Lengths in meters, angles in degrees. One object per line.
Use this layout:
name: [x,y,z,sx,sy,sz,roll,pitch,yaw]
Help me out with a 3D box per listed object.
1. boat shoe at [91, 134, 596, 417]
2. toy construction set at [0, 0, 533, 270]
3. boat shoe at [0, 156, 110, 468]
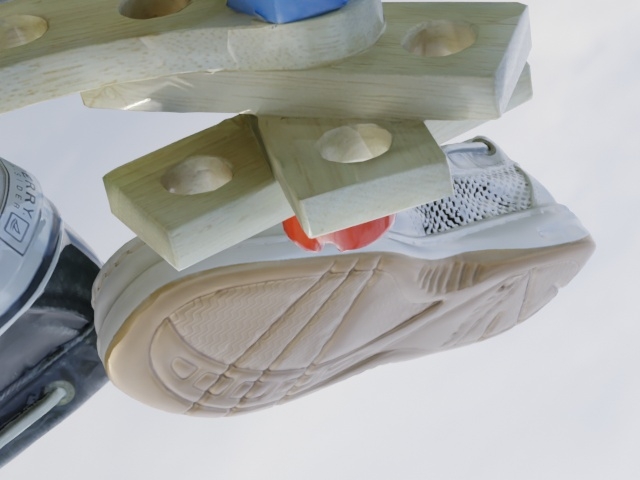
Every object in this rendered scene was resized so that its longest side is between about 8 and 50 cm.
boat shoe: [0.000,0.000,0.776,0.098,0.096,0.277,-46,157,30]
toy construction set: [-0.079,-0.126,0.400,0.151,0.327,0.215,4,-147,45]
boat shoe: [-0.212,0.104,0.747,0.335,0.119,0.121,-35,-147,15]
